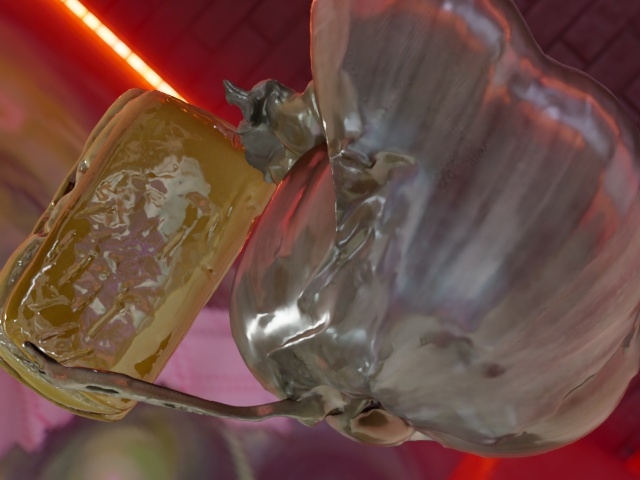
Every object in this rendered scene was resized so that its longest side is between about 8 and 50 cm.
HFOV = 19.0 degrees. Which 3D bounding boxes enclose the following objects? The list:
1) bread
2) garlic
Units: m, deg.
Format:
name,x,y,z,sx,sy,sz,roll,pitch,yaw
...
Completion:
name,x,y,z,sx,sy,sz,roll,pitch,yaw
bread,-0.117,0.008,1.135,0.200,0.116,0.077,-56,2,1
garlic,0.000,0.000,0.762,0.257,0.207,0.207,-15,-4,-12
